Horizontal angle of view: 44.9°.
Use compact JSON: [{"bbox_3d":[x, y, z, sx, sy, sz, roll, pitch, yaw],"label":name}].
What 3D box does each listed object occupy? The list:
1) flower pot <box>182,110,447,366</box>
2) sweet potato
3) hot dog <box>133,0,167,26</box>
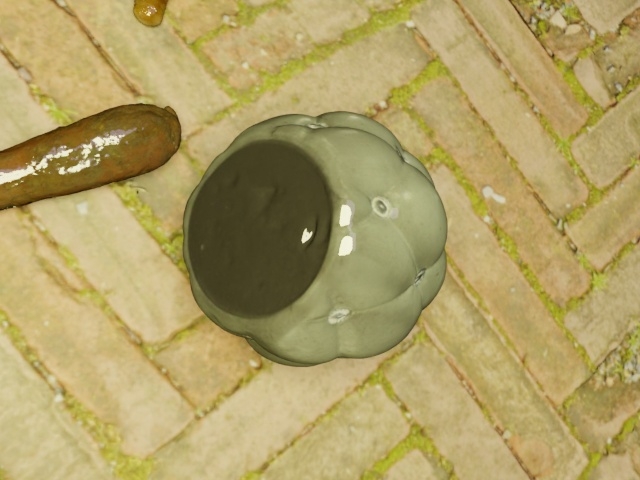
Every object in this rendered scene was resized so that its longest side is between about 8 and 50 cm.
[{"bbox_3d":[0.000,0.000,0.729,0.195,0.246,0.245,11,72,-54],"label":"flower pot"},{"bbox_3d":[-0.257,-0.071,0.725,0.274,0.075,0.075,-19,87,-22],"label":"sweet potato"},{"bbox_3d":[-0.174,-0.293,0.830,0.044,0.028,0.137,17,74,-12],"label":"hot dog"}]
